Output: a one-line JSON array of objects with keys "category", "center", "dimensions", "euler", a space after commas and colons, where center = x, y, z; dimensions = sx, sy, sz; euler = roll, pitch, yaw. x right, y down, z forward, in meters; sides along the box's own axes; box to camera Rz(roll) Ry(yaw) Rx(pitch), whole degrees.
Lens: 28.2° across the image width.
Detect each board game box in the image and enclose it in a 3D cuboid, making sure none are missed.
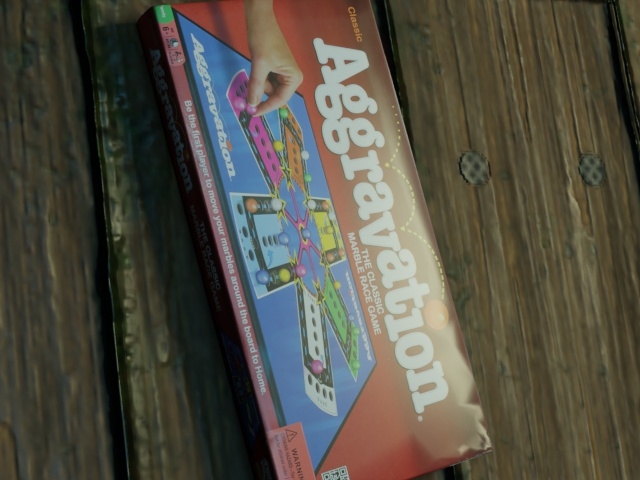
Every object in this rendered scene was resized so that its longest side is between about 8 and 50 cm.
[{"category": "board game box", "center": [0.000, 0.000, 0.711], "dimensions": [0.145, 0.027, 0.281], "euler": [-12, 83, -34]}]
